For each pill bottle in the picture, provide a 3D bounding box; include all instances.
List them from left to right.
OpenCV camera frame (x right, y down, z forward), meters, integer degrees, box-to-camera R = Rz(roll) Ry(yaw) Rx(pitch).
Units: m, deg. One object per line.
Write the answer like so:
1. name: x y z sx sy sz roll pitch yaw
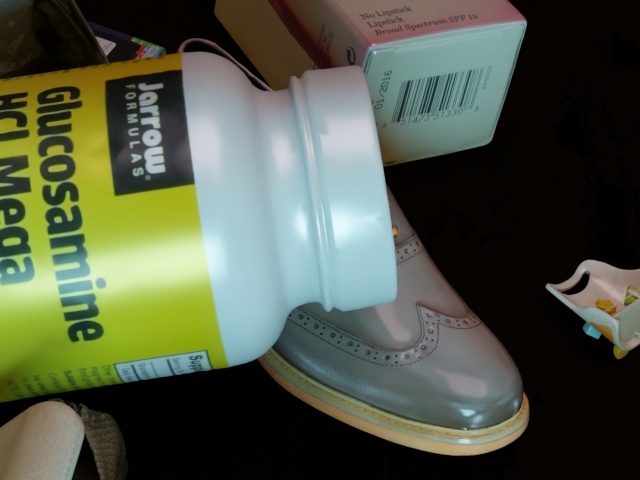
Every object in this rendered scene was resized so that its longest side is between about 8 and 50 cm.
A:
1. pill bottle: -0.130 -0.009 0.913 0.334 0.188 0.188 -9 43 -1

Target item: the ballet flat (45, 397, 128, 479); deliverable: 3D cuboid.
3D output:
1. ballet flat: -0.139 0.143 0.820 0.084 0.058 0.250 -15 17 2

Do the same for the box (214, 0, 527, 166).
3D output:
1. box: 0.034 -0.181 1.258 0.148 0.127 0.232 -13 47 -27

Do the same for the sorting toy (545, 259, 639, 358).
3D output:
1. sorting toy: 0.204 0.041 1.117 0.083 0.045 0.075 -27 47 -37

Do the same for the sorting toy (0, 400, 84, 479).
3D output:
1. sorting toy: -0.205 0.189 0.754 0.038 0.208 0.193 45 32 -27

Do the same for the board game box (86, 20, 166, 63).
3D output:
1. board game box: -0.215 -0.106 1.168 0.141 0.048 0.170 20 41 11

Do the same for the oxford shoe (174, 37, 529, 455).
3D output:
1. oxford shoe: 0.000 0.000 1.036 0.130 0.133 0.364 -27 54 -38

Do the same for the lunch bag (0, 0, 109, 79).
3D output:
1. lunch bag: -0.289 -0.175 1.047 0.287 0.169 0.235 8 30 -50
